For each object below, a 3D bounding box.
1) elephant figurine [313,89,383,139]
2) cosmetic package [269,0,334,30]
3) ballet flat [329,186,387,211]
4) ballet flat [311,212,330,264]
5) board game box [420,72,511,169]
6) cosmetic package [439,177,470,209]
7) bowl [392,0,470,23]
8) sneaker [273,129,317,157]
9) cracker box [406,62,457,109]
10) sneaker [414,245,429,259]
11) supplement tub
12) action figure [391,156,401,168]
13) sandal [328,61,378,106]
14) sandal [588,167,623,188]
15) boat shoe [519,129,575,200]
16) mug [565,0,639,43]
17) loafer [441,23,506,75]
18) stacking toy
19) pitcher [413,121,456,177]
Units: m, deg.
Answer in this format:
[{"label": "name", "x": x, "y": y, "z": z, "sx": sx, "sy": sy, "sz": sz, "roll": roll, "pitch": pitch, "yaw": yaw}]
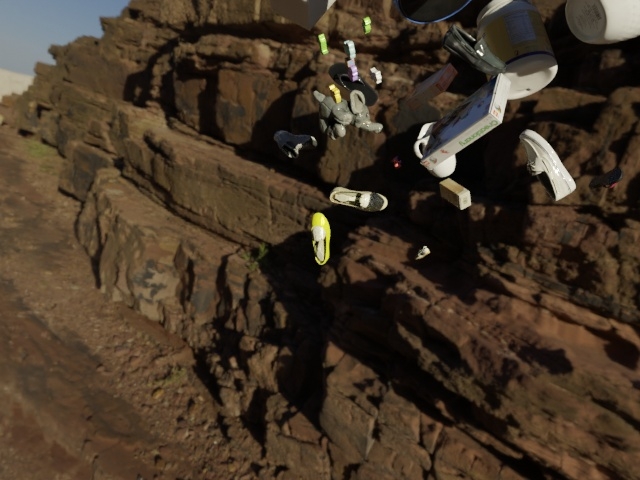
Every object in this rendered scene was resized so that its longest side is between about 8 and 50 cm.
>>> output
[{"label": "elephant figurine", "x": 0.115, "y": -0.492, "z": 1.761, "sx": 0.239, "sy": 0.186, "sz": 0.169, "roll": -29, "pitch": 47, "yaw": -31}, {"label": "cosmetic package", "x": -0.018, "y": -1.009, "z": 1.729, "sx": 0.197, "sy": 0.365, "sz": 0.155, "roll": 34, "pitch": -13, "yaw": 12}, {"label": "ballet flat", "x": 0.155, "y": -0.172, "z": 1.927, "sx": 0.249, "sy": 0.086, "sz": 0.086, "roll": 11, "pitch": 7, "yaw": 17}, {"label": "ballet flat", "x": 0.000, "y": 0.000, "z": 1.896, "sx": 0.077, "sy": 0.230, "sz": 0.077, "roll": 3, "pitch": 31, "yaw": 13}, {"label": "board game box", "x": 0.456, "y": -0.371, "z": 1.454, "sx": 0.053, "sy": 0.193, "sz": 0.305, "roll": 33, "pitch": -31, "yaw": -15}, {"label": "cosmetic package", "x": 0.450, "y": -0.157, "z": 1.529, "sx": 0.041, "sy": 0.060, "sz": 0.115, "roll": -26, "pitch": 35, "yaw": -8}, {"label": "bowl", "x": 0.478, "y": -1.053, "z": 1.852, "sx": 0.391, "sy": 0.077, "sz": 0.391, "roll": -11, "pitch": -21, "yaw": -4}, {"label": "sneaker", "x": -0.106, "y": -0.433, "z": 2.145, "sx": 0.229, "sy": 0.086, "sz": 0.132, "roll": 3, "pitch": 53, "yaw": -33}, {"label": "cracker box", "x": 0.549, "y": -0.757, "z": 2.256, "sx": 0.067, "sy": 0.155, "sz": 0.232, "roll": 44, "pitch": -27, "yaw": -15}, {"label": "sneaker", "x": 0.416, "y": 0.050, "z": 1.880, "sx": 0.032, "sy": 0.036, "sz": 0.083, "roll": -13, "pitch": -18, "yaw": -37}, {"label": "supplement tub", "x": 0.746, "y": -0.746, "z": 1.762, "sx": 0.241, "sy": 0.331, "sz": 0.241, "roll": -7, "pitch": -17, "yaw": -2}, {"label": "action figure", "x": 0.280, "y": -0.284, "z": 1.674, "sx": 0.038, "sy": 0.030, "sz": 0.115, "roll": 53, "pitch": 17, "yaw": -8}, {"label": "sandal", "x": 0.147, "y": -0.687, "z": 1.996, "sx": 0.255, "sy": 0.097, "sz": 0.054, "roll": 35, "pitch": 35, "yaw": -5}, {"label": "sandal", "x": 1.040, "y": -0.216, "z": 1.645, "sx": 0.040, "sy": 0.067, "sz": 0.179, "roll": 34, "pitch": -1, "yaw": 3}, {"label": "boat shoe", "x": 0.767, "y": -0.258, "z": 1.584, "sx": 0.267, "sy": 0.088, "sz": 0.096, "roll": 54, "pitch": 0, "yaw": -3}, {"label": "mug", "x": 0.920, "y": -0.799, "z": 1.372, "sx": 0.374, "sy": 0.328, "sz": 0.276, "roll": 60, "pitch": -1, "yaw": -19}, {"label": "loafer", "x": 0.490, "y": -0.596, "z": 1.432, "sx": 0.223, "sy": 0.078, "sz": 0.076, "roll": 32, "pitch": 52, "yaw": 2}, {"label": "stacking toy", "x": 0.094, "y": -0.553, "z": 1.408, "sx": 0.167, "sy": 0.221, "sz": 0.052, "roll": -26, "pitch": 48, "yaw": -7}, {"label": "pitcher", "x": 0.457, "y": -0.347, "z": 1.850, "sx": 0.126, "sy": 0.178, "sz": 0.207, "roll": 6, "pitch": -44, "yaw": 51}]
